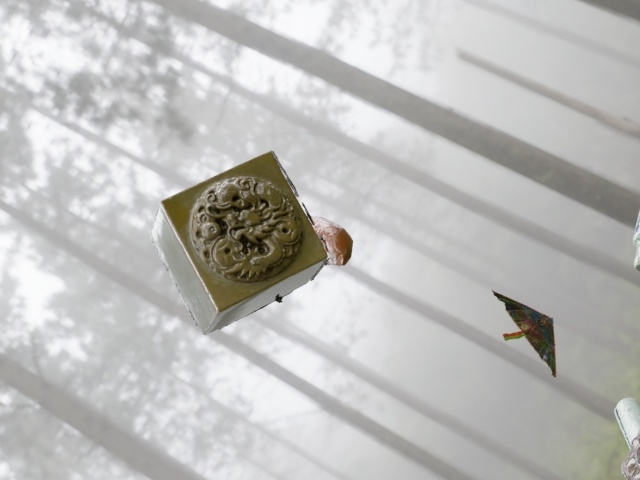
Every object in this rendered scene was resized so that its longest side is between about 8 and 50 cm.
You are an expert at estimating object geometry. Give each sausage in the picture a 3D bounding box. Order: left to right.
[{"bbox_3d":[0.000,0.000,2.283,0.089,0.179,0.089,-15,-66,-38],"label":"sausage"}]

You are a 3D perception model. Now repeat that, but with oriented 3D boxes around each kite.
[{"bbox_3d":[0.371,0.157,2.122,0.159,0.190,0.010,-21,-21,-46],"label":"kite"}]

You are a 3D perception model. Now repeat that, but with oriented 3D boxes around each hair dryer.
[{"bbox_3d":[0.396,0.263,1.429,0.131,0.073,0.236,57,-163,-33],"label":"hair dryer"}]

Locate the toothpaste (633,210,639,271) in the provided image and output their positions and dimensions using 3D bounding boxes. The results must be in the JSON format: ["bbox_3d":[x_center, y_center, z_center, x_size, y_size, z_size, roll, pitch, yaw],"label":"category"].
[{"bbox_3d":[0.401,-0.054,1.425,0.062,0.037,0.216,77,-152,-54],"label":"toothpaste"}]

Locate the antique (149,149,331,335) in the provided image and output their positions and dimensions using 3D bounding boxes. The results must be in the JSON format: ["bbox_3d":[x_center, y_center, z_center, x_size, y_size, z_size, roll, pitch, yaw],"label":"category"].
[{"bbox_3d":[-0.090,0.001,1.342,0.152,0.146,0.148,-27,-10,-19],"label":"antique"}]

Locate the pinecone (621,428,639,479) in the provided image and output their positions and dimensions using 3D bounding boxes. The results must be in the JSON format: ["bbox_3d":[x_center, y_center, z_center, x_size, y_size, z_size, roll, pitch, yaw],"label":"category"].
[{"bbox_3d":[0.332,0.203,0.915,0.179,0.204,0.184,-21,30,57],"label":"pinecone"}]
